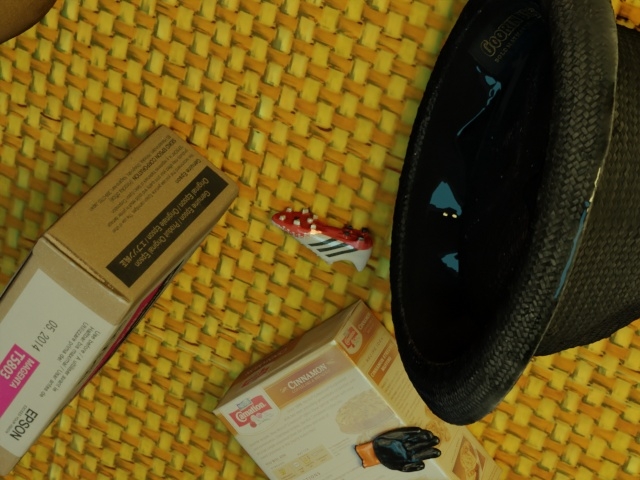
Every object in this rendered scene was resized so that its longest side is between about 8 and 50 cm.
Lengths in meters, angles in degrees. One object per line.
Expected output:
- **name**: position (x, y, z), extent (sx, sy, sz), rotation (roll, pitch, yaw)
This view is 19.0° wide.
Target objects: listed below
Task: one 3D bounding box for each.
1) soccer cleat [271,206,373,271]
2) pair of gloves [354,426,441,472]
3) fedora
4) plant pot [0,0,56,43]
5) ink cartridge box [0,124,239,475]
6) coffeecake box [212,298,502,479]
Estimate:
- **soccer cleat**: position (0.000, 0.000, 1.478), extent (0.083, 0.029, 0.035), rotation (15, 120, 11)
- **pair of gloves**: position (0.073, 0.182, 1.481), extent (0.074, 0.010, 0.083), rotation (-19, 106, 31)
- **fedora**: position (0.166, -0.029, 1.273), extent (0.152, 0.334, 0.334), rotation (9, 128, -16)
- **plant pot**: position (-0.339, -0.201, 1.373), extent (0.237, 0.254, 0.237), rotation (11, 123, 18)
- **ink cartridge box**: position (-0.186, 0.047, 1.489), extent (0.088, 0.193, 0.234), rotation (39, 128, -1)
- **coffeecake box**: position (0.030, 0.161, 1.535), extent (0.142, 0.068, 0.185), rotation (-32, 102, 34)
